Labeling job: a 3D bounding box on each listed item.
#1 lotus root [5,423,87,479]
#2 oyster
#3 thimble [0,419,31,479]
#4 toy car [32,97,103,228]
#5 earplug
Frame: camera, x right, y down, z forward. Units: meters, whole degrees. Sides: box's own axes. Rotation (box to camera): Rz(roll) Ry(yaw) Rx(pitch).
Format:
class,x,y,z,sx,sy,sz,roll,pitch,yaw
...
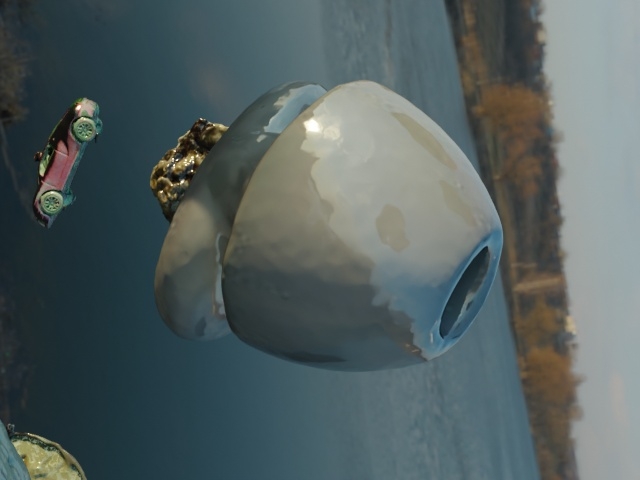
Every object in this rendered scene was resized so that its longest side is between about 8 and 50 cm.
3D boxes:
class,x,y,z,sx,sy,sz,roll,pitch,yaw
lotus root,-0.346,0.308,1.030,0.078,0.183,0.203,110,0,-70
oyster,-0.126,-0.044,1.229,0.083,0.214,0.223,-37,126,-59
thimble,-0.342,0.226,0.756,0.150,0.237,0.237,-118,-166,-72
toy car,-0.270,-0.082,0.998,0.069,0.055,0.142,-126,-120,-78
earplug,-0.010,-0.007,0.661,0.175,0.214,0.325,35,-10,-22
